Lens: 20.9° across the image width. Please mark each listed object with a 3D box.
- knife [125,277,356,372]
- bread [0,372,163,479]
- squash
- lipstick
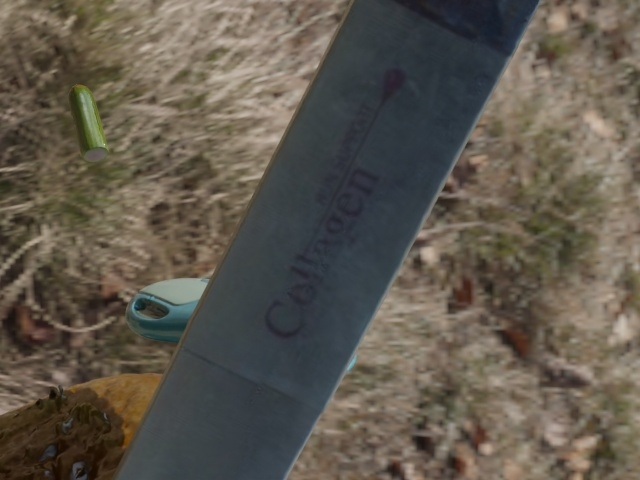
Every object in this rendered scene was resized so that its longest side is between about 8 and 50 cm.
[{"bbox_3d":[-0.048,0.054,0.995,0.064,0.222,0.031,-25,110,-26],"label":"knife"},{"bbox_3d":[-0.141,0.197,1.046,0.268,0.268,0.146,-40,127,-25],"label":"bread"},{"bbox_3d":[-0.227,-0.116,1.686,0.027,0.027,0.083,2,55,-30],"label":"squash"},{"bbox_3d":[0.000,0.000,0.802,0.076,0.080,0.371,26,103,-3],"label":"lipstick"}]
